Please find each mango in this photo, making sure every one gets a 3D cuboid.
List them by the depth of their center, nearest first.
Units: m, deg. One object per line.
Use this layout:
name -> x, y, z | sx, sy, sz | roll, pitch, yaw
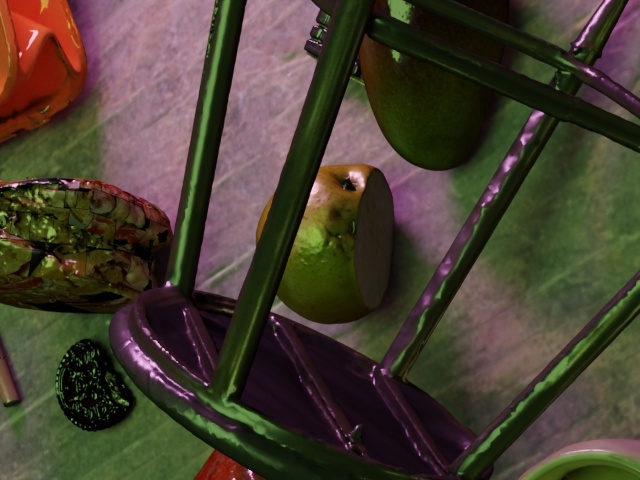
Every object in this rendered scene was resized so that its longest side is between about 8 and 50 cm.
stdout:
mango -> 0.092, -0.190, 1.550 | 0.111, 0.133, 0.268 | 5, 104, 60

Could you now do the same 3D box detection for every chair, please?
chair -> 0.068, -0.040, 1.327 | 0.410, 0.362, 0.364 | -65, 22, 11

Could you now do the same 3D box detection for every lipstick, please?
lipstick -> -0.321, 0.120, 1.863 | 0.019, 0.019, 0.094 | -34, 68, 27

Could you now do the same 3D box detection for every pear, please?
pear -> 0.000, 0.000, 1.582 | 0.104, 0.141, 0.141 | 6, 89, 15

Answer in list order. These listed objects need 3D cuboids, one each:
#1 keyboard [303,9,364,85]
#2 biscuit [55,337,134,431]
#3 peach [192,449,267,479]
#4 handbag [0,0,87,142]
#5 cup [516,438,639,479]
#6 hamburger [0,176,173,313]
keyboard -> 0.082, -0.288, 1.625 | 0.106, 0.027, 0.317 | 30, 102, 33
biscuit -> -0.215, 0.138, 1.785 | 0.089, 0.027, 0.087 | 8, 91, 35
peach -> -0.017, 0.242, 1.524 | 0.232, 0.232, 0.257 | -39, 62, 25
handbag -> -0.435, -0.218, 1.884 | 0.410, 0.116, 0.304 | -19, 84, 34
cup -> 0.213, 0.255, 1.378 | 0.255, 0.202, 0.173 | -44, 63, 22
hamburger -> -0.247, 0.008, 1.708 | 0.231, 0.231, 0.107 | -2, 80, 34
